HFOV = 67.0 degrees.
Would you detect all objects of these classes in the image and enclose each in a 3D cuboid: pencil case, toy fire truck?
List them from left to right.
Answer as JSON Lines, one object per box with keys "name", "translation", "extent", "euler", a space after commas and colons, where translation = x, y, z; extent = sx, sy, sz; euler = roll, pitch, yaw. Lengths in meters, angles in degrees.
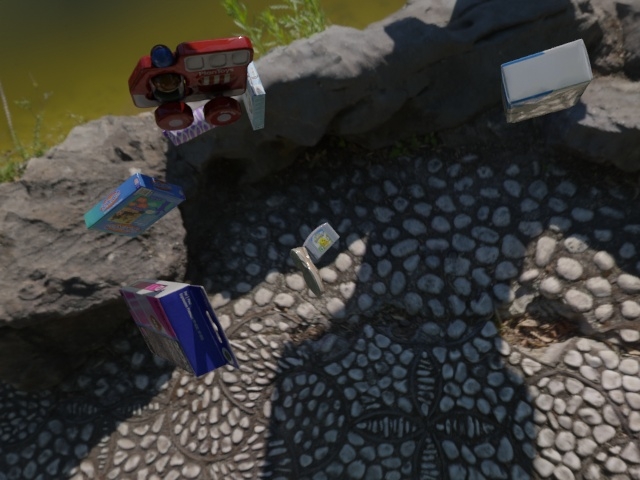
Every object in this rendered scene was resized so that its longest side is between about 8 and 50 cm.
{"name": "toy fire truck", "translation": [-0.325, -0.412, 1.209], "extent": [0.303, 0.254, 0.169], "euler": [-10, 77, -14]}
{"name": "pencil case", "translation": [-0.432, -0.403, 1.655], "extent": [0.206, 0.086, 0.088], "euler": [-32, 45, -21]}

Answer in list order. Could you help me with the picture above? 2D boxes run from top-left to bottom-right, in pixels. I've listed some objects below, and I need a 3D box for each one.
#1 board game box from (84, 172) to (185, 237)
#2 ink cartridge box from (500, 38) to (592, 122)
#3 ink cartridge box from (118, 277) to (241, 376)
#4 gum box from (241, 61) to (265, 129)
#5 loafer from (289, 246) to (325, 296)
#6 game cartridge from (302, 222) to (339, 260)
{"name": "board game box", "translation": [-0.497, -0.089, 1.299], "extent": [0.210, 0.160, 0.047], "euler": [-32, 69, 18]}
{"name": "ink cartridge box", "translation": [0.428, -0.299, 0.938], "extent": [0.140, 0.191, 0.082], "euler": [-13, 89, 20]}
{"name": "ink cartridge box", "translation": [-0.300, 0.171, 0.986], "extent": [0.371, 0.069, 0.175], "euler": [-4, 112, 52]}
{"name": "gum box", "translation": [-0.218, -0.468, 1.534], "extent": [0.041, 0.184, 0.156], "euler": [-17, 73, -14]}
{"name": "loafer", "translation": [-0.021, 0.066, 1.088], "extent": [0.039, 0.045, 0.125], "euler": [-23, 72, -35]}
{"name": "game cartridge", "translation": [0.000, 0.000, 1.143], "extent": [0.083, 0.017, 0.056], "euler": [-46, 104, -14]}
